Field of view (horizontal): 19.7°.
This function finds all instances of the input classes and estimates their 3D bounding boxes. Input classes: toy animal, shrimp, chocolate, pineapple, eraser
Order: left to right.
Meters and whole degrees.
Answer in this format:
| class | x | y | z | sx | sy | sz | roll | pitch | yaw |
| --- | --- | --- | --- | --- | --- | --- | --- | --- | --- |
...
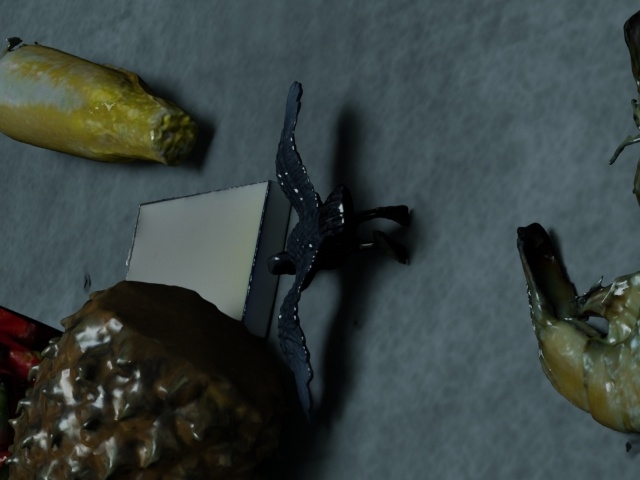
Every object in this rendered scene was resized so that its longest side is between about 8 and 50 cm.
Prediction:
| class | x | y | z | sx | sy | sz | roll | pitch | yaw |
| --- | --- | --- | --- | --- | --- | --- | --- | --- | --- |
| pineapple | -0.164 | 0.195 | 1.142 | 0.364 | 0.165 | 0.165 | -56 | 39 | 19 |
| chocolate | -0.161 | -0.090 | 1.346 | 0.219 | 0.085 | 0.086 | 21 | 91 | 50 |
| eraser | -0.081 | 0.019 | 1.229 | 0.150 | 0.023 | 0.104 | -8 | 67 | 50 |
| toy animal | 0.000 | 0.000 | 1.103 | 0.108 | 0.062 | 0.220 | -18 | 66 | 46 |
| shrimp | 0.152 | -0.007 | 0.930 | 0.150 | 0.051 | 0.217 | -29 | 56 | 50 |

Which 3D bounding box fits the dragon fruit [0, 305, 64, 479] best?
| class | x | y | z | sx | sy | sz | roll | pitch | yaw |
| --- | --- | --- | --- | --- | --- | --- | --- | --- | --- |
| dragon fruit | -0.236 | 0.130 | 1.255 | 0.166 | 0.160 | 0.172 | 69 | -136 | -84 |
